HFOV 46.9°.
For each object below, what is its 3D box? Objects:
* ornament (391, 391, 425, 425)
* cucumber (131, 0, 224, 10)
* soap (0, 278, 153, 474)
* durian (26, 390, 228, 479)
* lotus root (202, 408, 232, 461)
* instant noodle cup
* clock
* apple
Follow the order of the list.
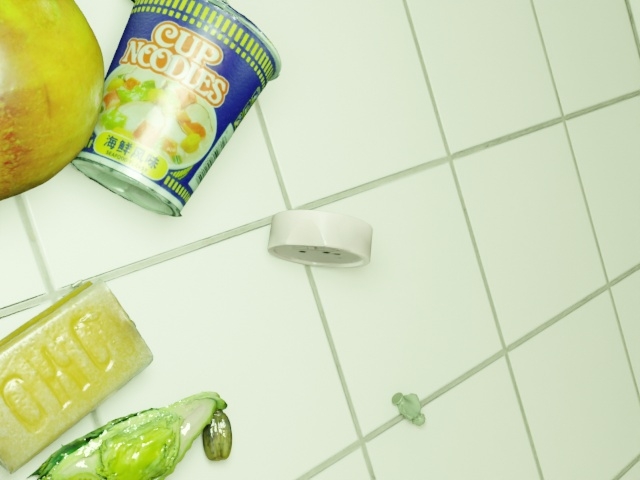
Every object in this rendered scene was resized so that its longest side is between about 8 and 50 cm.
[{"bbox_3d":[0.196,0.366,1.604,0.092,0.041,0.068,60,32,-1],"label":"ornament"},{"bbox_3d":[-0.234,-0.412,1.321,0.115,0.063,0.244,-44,140,13],"label":"cucumber"},{"bbox_3d":[-0.416,0.201,1.140,0.274,0.089,0.173,-40,108,-32],"label":"soap"},{"bbox_3d":[-0.303,0.344,1.192,0.375,0.132,0.106,-20,53,-33],"label":"durian"},{"bbox_3d":[-0.184,0.343,1.317,0.054,0.049,0.099,-1,81,-16],"label":"lotus root"},{"bbox_3d":[-0.251,-0.217,1.223,0.284,0.284,0.312,32,76,-30],"label":"instant noodle cup"},{"bbox_3d":[0.000,0.000,1.407,0.197,0.197,0.068,16,74,-34],"label":"clock"},{"bbox_3d":[-0.497,-0.236,1.016,0.384,0.374,0.374,15,71,6],"label":"apple"}]
